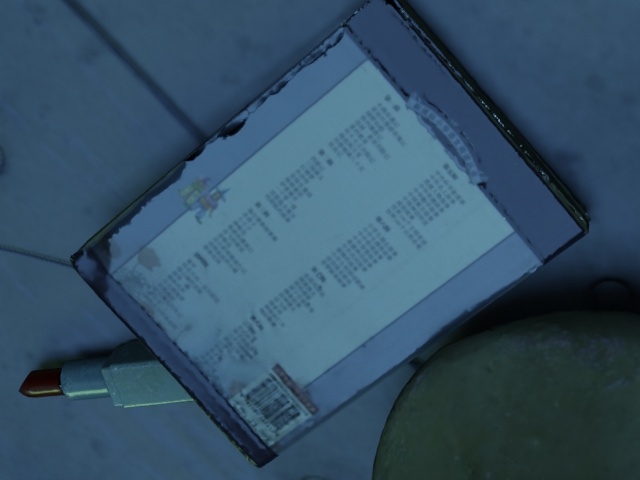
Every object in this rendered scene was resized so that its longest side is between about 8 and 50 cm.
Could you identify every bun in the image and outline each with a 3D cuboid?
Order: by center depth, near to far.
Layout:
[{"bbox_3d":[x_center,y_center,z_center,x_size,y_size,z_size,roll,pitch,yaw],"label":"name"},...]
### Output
[{"bbox_3d":[0.152,0.163,0.706,0.272,0.168,0.273,11,120,20],"label":"bun"}]

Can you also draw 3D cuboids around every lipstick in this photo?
[{"bbox_3d":[-0.122,0.079,0.818,0.129,0.030,0.030,-8,115,20],"label":"lipstick"}]

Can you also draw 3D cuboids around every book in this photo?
[{"bbox_3d":[0.000,0.000,0.729,0.231,0.026,0.157,-38,100,22],"label":"book"}]
